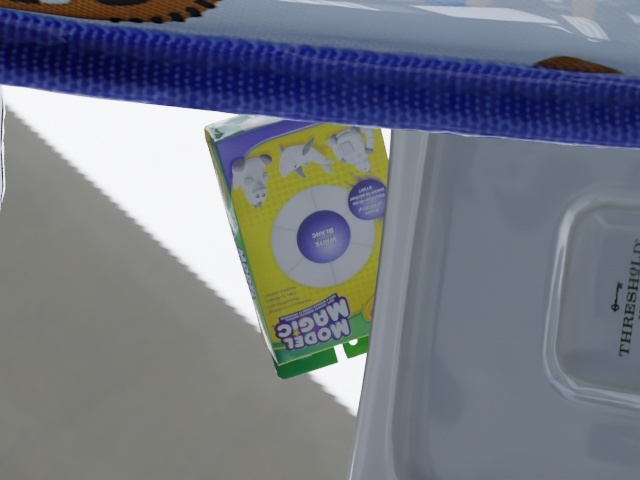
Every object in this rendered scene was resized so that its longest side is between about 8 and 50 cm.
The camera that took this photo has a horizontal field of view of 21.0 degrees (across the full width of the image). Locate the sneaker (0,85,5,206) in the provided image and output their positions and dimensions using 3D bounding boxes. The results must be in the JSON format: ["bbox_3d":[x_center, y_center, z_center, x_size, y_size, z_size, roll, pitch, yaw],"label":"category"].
[{"bbox_3d":[-0.190,-0.002,0.412,0.286,0.130,0.109,-16,-155,-38],"label":"sneaker"}]

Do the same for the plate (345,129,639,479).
[{"bbox_3d":[0.133,0.024,0.657,0.278,0.277,0.045,7,179,29],"label":"plate"}]

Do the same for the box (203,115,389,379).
[{"bbox_3d":[0.000,0.000,1.083,0.105,0.179,0.043,-18,-156,-8],"label":"box"}]

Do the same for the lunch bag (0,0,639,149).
[{"bbox_3d":[-0.042,-0.199,0.370,0.385,0.239,0.328,4,-130,-8],"label":"lunch bag"}]
